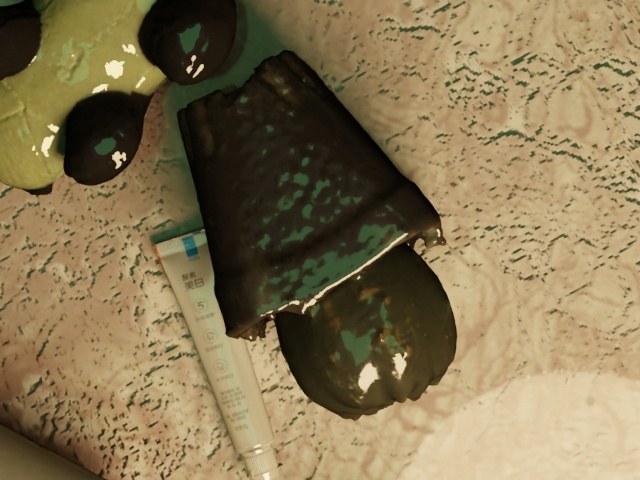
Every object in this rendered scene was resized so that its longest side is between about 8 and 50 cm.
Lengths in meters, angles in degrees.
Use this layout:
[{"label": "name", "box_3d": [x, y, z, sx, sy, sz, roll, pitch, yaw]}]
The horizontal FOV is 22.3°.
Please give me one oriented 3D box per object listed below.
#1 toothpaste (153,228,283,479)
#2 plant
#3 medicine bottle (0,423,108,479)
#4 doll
[{"label": "toothpaste", "box_3d": [-0.069, 0.086, 1.186, 0.048, 0.031, 0.190, -18, 93, 5]}, {"label": "plant", "box_3d": [0.000, 0.000, 1.123, 0.164, 0.142, 0.256, -26, 85, 3]}, {"label": "medicine bottle", "box_3d": [-0.260, 0.235, 1.098, 0.232, 0.238, 0.238, 29, 96, -5]}, {"label": "doll", "box_3d": [-0.163, -0.126, 1.110, 0.143, 0.135, 0.234, 42, 99, -10]}]
